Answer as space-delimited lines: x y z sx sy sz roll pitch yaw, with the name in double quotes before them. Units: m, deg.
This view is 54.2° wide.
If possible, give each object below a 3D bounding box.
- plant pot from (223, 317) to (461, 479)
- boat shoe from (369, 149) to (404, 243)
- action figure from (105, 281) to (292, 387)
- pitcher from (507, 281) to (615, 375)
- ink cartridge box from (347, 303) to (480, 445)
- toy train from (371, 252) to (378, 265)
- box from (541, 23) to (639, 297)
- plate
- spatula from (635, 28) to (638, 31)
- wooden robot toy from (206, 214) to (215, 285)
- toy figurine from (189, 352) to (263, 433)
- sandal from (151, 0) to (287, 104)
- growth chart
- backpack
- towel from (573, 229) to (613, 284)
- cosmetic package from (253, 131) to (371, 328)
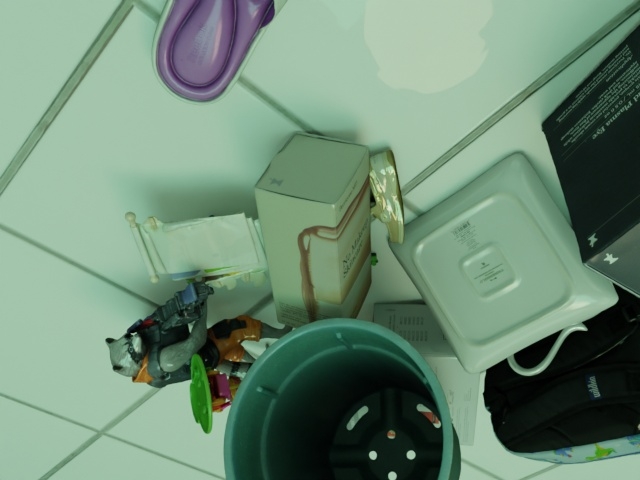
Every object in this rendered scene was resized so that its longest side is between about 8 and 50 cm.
"plant pot" 0.074 0.333 1.009 0.340 0.341 0.334 -18 153 15
"boat shoe" 0.101 -0.066 1.008 0.059 0.063 0.170 -8 123 10
"action figure" -0.209 0.188 1.117 0.329 0.179 0.341 -1 162 -22
"pitcher" 0.385 0.115 1.043 0.207 0.178 0.125 -27 166 20
"ink cartridge box" 0.179 0.274 1.268 0.271 0.130 0.310 1 133 10
"toy train" 0.063 0.035 1.128 0.083 0.017 0.024 -2 123 2
"box" 0.472 -0.137 0.752 0.178 0.313 0.343 27 130 -15
"plate" 0.274 0.047 1.004 0.277 0.045 0.278 -35 80 29
"spatula" 0.569 -0.284 0.838 0.242 0.019 0.168 -28 122 24
"wooden robot toy" -0.167 0.028 1.086 0.078 0.076 0.173 7 134 -22
"toy figurine" -0.132 0.252 1.069 0.159 0.130 0.173 -7 155 -23
"sandal" -0.100 -0.324 0.731 0.169 0.102 0.416 13 131 -13
"growth chart" -0.178 0.017 1.004 0.237 0.021 0.172 -4 132 -4
"backpack" 0.465 0.271 1.122 0.355 0.290 0.273 -31 141 29
"towel" 0.452 0.103 1.184 0.311 0.056 0.324 -11 130 6
"cosmetic package" 0.000 0.000 0.982 0.129 0.153 0.296 13 138 20
